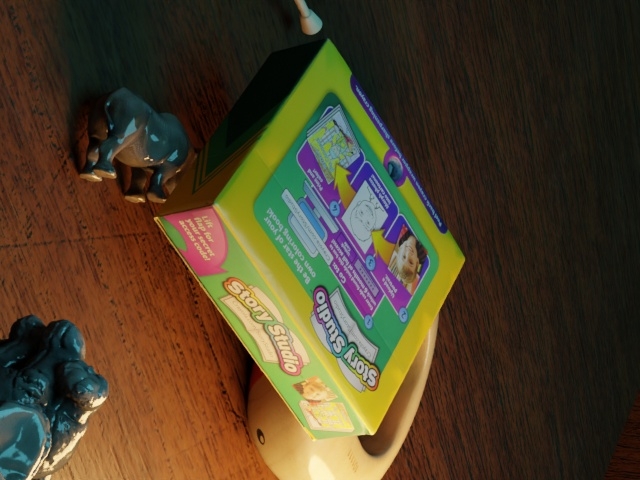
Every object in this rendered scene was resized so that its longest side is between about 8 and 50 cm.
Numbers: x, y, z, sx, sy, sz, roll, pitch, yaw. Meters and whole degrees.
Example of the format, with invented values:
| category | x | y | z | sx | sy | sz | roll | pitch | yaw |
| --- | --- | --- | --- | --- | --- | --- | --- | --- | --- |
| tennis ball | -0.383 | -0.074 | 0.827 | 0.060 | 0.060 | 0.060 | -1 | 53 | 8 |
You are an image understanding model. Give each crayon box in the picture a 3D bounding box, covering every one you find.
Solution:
| category | x | y | z | sx | sy | sz | roll | pitch | yaw |
| --- | --- | --- | --- | --- | --- | --- | --- | --- | --- |
| crayon box | 0.000 | 0.000 | 1.929 | 0.363 | 0.106 | 0.313 | 57 | 45 | -27 |

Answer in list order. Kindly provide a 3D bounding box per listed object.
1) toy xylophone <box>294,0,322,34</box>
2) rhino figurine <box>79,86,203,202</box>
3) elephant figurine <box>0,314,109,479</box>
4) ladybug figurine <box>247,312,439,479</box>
| category | x | y | z | sx | sy | sz | roll | pitch | yaw |
| --- | --- | --- | --- | --- | --- | --- | --- | --- | --- |
| toy xylophone | 0.000 | -0.423 | 2.122 | 0.236 | 0.081 | 0.323 | -50 | 145 | -19 |
| rhino figurine | -0.187 | -0.096 | 1.827 | 0.243 | 0.073 | 0.106 | 29 | 70 | -62 |
| elephant figurine | -0.329 | 0.161 | 1.515 | 0.239 | 0.169 | 0.186 | -17 | 75 | -57 |
| ladybug figurine | 0.030 | 0.146 | 2.179 | 0.449 | 0.161 | 0.305 | -62 | 143 | -38 |
